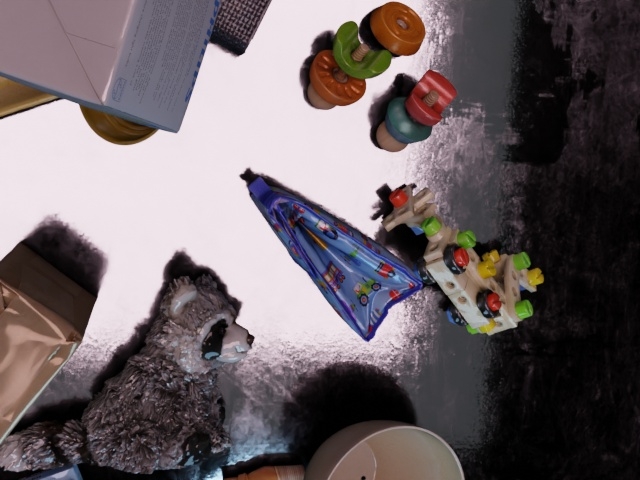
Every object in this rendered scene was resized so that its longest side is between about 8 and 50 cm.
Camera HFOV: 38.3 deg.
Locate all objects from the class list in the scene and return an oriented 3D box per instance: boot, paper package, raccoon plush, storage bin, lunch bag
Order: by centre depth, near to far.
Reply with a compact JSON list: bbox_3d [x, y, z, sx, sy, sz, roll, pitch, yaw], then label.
[{"bbox_3d":[-0.504,0.182,1.404,0.168,0.325,0.309,39,91,-13],"label":"paper package"},{"bbox_3d":[-0.121,-0.397,1.479,0.084,0.122,0.180,26,94,-12],"label":"storage bin"},{"bbox_3d":[0.000,0.000,1.510,0.293,0.221,0.138,44,90,-13],"label":"lunch bag"},{"bbox_3d":[-0.328,0.218,1.511,0.447,0.216,0.299,-7,92,-8],"label":"raccoon plush"},{"bbox_3d":[-0.095,0.503,1.653,0.152,0.073,0.197,-8,88,-9],"label":"boot"}]

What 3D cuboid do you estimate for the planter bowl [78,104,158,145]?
[{"bbox_3d":[-0.281,-0.257,1.472,0.217,0.090,0.217,1,91,30],"label":"planter bowl"}]

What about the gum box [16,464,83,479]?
[{"bbox_3d":[-0.473,0.495,1.603,0.157,0.041,0.184,-18,102,-7],"label":"gum box"}]

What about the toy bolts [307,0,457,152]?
[{"bbox_3d":[0.108,-0.263,1.559,0.228,0.158,0.218,43,50,-3],"label":"toy bolts"}]

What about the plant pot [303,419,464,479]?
[{"bbox_3d":[0.080,0.433,1.593,0.284,0.191,0.284,-3,97,-25],"label":"plant pot"}]

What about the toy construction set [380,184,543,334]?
[{"bbox_3d":[0.246,0.034,1.573,0.328,0.215,0.151,40,132,-12],"label":"toy construction set"}]

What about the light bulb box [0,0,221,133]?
[{"bbox_3d":[-0.356,-0.311,1.212,0.358,0.361,0.225,19,93,4],"label":"light bulb box"}]

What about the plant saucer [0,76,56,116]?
[{"bbox_3d":[-0.562,-0.348,1.435,0.333,0.081,0.332,-20,100,-6],"label":"plant saucer"}]
